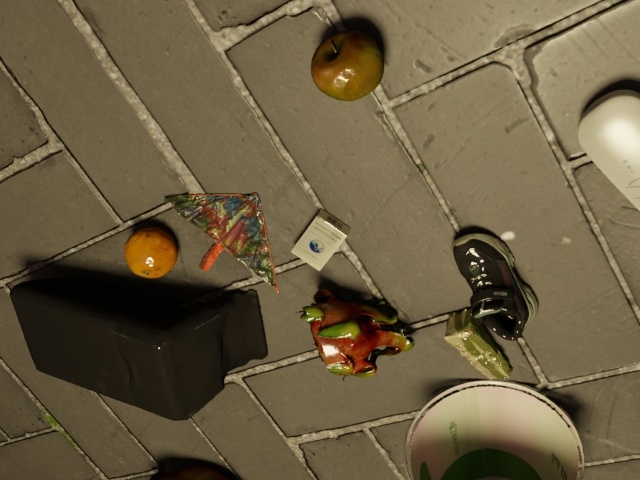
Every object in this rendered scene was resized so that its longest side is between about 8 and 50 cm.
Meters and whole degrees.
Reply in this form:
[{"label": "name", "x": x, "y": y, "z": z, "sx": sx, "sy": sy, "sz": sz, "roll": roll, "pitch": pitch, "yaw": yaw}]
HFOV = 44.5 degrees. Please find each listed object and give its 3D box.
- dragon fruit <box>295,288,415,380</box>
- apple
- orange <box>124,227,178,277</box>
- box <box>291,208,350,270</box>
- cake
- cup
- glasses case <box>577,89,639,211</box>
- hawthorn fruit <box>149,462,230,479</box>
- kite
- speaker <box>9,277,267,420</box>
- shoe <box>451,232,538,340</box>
[{"label": "dragon fruit", "x": 0.049, "y": 0.136, "z": 1.165, "sx": 0.175, "sy": 0.138, "sz": 0.142, "roll": -7, "pitch": 166, "yaw": -8}, {"label": "apple", "x": 0.032, "y": -0.208, "z": 0.940, "sx": 0.089, "sy": 0.089, "sz": 0.074, "roll": -10, "pitch": 131, "yaw": 26}, {"label": "orange", "x": -0.263, "y": 0.019, "z": 1.218, "sx": 0.083, "sy": 0.083, "sz": 0.084, "roll": 10, "pitch": 126, "yaw": 14}, {"label": "box", "x": 0.000, "y": 0.000, "z": 1.138, "sx": 0.054, "sy": 0.024, "sz": 0.083, "roll": 33, "pitch": 127, "yaw": -5}, {"label": "cake", "x": 0.235, "y": 0.155, "z": 1.154, "sx": 0.051, "sy": 0.055, "sz": 0.140, "roll": -23, "pitch": 130, "yaw": 30}, {"label": "cup", "x": 0.265, "y": 0.390, "z": 1.182, "sx": 0.253, "sy": 0.253, "sz": 0.274, "roll": 3, "pitch": 133, "yaw": 19}, {"label": "glasses case", "x": 0.397, "y": -0.078, "z": 0.908, "sx": 0.233, "sy": 0.059, "sz": 0.092, "roll": 43, "pitch": 125, "yaw": -12}, {"label": "hawthorn fruit", "x": -0.249, "y": 0.527, "z": 1.502, "sx": 0.248, "sy": 0.208, "sz": 0.208, "roll": 39, "pitch": 132, "yaw": 24}, {"label": "kite", "x": -0.136, "y": -0.006, "z": 1.194, "sx": 0.232, "sy": 0.009, "sz": 0.189, "roll": 38, "pitch": 127, "yaw": -7}, {"label": "speaker", "x": -0.304, "y": 0.150, "z": 1.301, "sx": 0.388, "sy": 0.184, "sz": 0.180, "roll": 12, "pitch": 126, "yaw": 26}, {"label": "shoe", "x": 0.230, "y": 0.073, "z": 1.051, "sx": 0.071, "sy": 0.099, "sz": 0.169, "roll": -25, "pitch": 110, "yaw": 35}]
